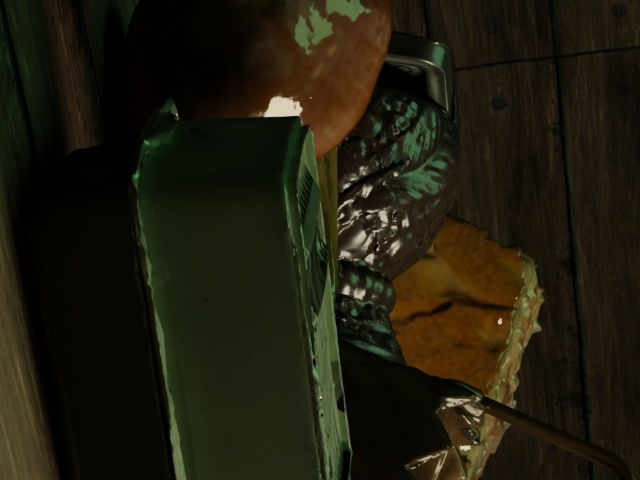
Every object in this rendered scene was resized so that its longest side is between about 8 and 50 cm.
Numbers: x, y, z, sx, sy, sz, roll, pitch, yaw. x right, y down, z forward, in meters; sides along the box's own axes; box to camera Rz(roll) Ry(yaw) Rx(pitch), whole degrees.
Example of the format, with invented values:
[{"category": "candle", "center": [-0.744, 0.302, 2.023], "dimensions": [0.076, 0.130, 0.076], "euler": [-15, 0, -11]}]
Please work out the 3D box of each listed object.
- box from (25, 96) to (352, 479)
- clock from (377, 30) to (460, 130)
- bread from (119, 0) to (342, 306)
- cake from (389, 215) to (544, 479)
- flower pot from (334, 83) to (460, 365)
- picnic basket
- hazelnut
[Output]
[{"category": "box", "center": [-0.075, 0.064, 1.220], "dimensions": [0.220, 0.166, 0.290], "euler": [-83, 166, -74]}, {"category": "clock", "center": [0.004, -0.171, 1.990], "dimensions": [0.273, 0.279, 0.049], "euler": [74, 28, -73]}, {"category": "bread", "center": [-0.079, -0.063, 1.546], "dimensions": [0.204, 0.156, 0.288], "euler": [52, 33, -67]}, {"category": "cake", "center": [0.105, 0.141, 2.383], "dimensions": [0.307, 0.293, 0.314], "euler": [69, 44, -74]}, {"category": "flower pot", "center": [0.000, 0.000, 1.969], "dimensions": [0.266, 0.267, 0.267], "euler": [72, 23, -72]}, {"category": "picnic basket", "center": [0.058, 0.228, 1.510], "dimensions": [0.291, 0.321, 0.254], "euler": [74, 40, -72]}, {"category": "hazelnut", "center": [-0.039, -0.152, 1.353], "dimensions": [0.214, 0.176, 0.214], "euler": [-2, 90, -85]}]
